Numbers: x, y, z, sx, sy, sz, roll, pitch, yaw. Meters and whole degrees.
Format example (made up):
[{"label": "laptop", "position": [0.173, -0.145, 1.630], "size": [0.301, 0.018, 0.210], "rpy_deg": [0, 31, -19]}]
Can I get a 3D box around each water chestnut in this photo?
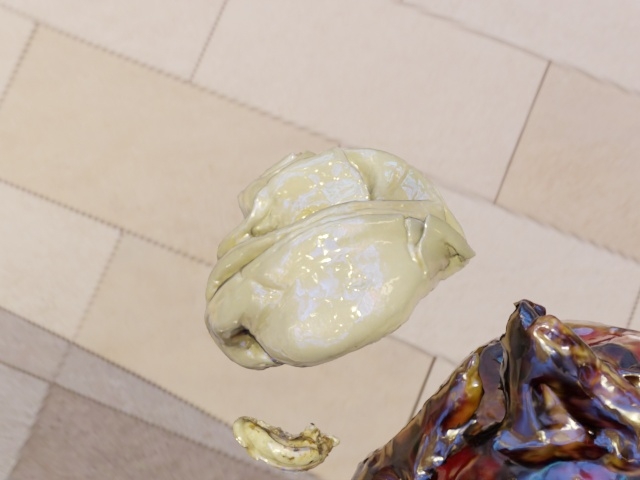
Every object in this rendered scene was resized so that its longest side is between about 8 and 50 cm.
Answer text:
[{"label": "water chestnut", "position": [0.163, 0.173, 0.991], "size": [0.289, 0.244, 0.289], "rpy_deg": [-12, 68, 33]}]

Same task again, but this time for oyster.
[{"label": "oyster", "position": [-0.029, 0.171, 1.406], "size": [0.083, 0.081, 0.038], "rpy_deg": [41, 40, -5]}]

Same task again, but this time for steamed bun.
[{"label": "steamed bun", "position": [0.001, 0.000, 1.228], "size": [0.218, 0.211, 0.144], "rpy_deg": [-36, 104, -41]}]
